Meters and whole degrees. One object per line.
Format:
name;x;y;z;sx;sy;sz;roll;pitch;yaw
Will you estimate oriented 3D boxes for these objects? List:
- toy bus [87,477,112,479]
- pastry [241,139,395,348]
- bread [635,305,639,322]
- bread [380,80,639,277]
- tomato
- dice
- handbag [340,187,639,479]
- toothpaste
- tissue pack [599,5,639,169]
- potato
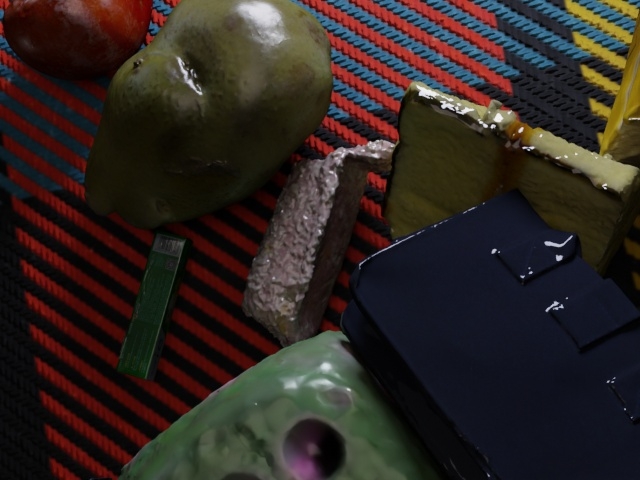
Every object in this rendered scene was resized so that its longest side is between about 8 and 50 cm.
toy bus;-0.258;0.346;1.471;0.075;0.060;0.123;-29;74;11
pastry;-0.010;-0.008;1.449;0.112;0.103;0.265;27;90;20
bread;0.387;0.218;1.298;0.333;0.160;0.333;-3;79;14
bread;0.193;-0.043;1.342;0.263;0.236;0.198;26;87;15
tomato;-0.291;-0.278;1.537;0.187;0.151;0.187;-31;38;28
dice;-0.007;0.301;1.284;0.322;0.330;0.318;-39;74;6
handbag;0.203;0.115;1.185;0.269;0.118;0.326;-24;62;-22
toothpaste;-0.199;0.077;1.513;0.043;0.037;0.178;14;84;11
tissue pack;0.482;-0.246;1.312;0.293;0.228;0.382;14;84;10
potato;-0.138;-0.143;1.459;0.351;0.202;0.218;-42;86;17
